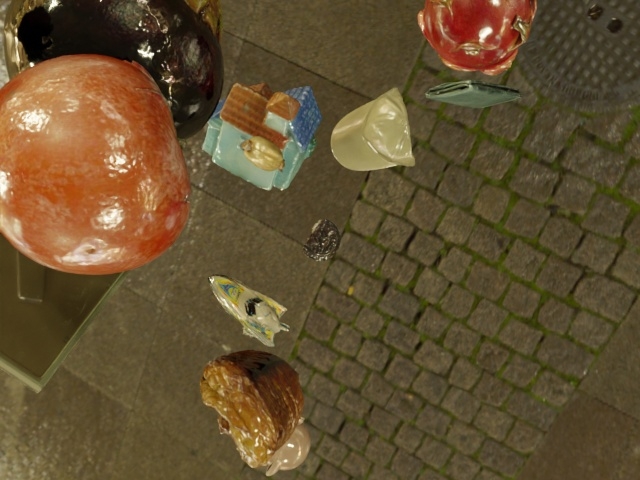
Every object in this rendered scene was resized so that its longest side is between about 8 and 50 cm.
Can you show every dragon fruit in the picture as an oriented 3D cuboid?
[{"bbox_3d":[0.335,-0.480,1.407,0.250,0.315,0.251,1,73,-4],"label":"dragon fruit"}]

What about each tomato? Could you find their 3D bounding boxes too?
[{"bbox_3d":[-0.282,-0.087,0.792,0.264,0.265,0.265,7,110,20],"label":"tomato"}]

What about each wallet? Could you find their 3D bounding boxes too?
[{"bbox_3d":[0.228,-0.221,0.989,0.088,0.129,0.026,-3,89,51],"label":"wallet"}]

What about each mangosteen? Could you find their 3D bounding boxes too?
[{"bbox_3d":[-0.338,-0.359,1.142,0.381,0.382,0.435,15,88,17],"label":"mangosteen"}]

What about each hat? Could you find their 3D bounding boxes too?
[{"bbox_3d":[0.098,-0.215,1.352,0.173,0.144,0.166,-16,88,9],"label":"hat"}]

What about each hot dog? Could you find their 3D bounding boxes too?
[{"bbox_3d":[-0.090,0.224,0.926,0.099,0.227,0.161,-31,78,11],"label":"hot dog"}]

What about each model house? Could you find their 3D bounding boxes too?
[{"bbox_3d":[-0.148,-0.346,1.835,0.294,0.252,0.329,27,147,1],"label":"model house"}]

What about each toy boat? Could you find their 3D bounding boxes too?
[{"bbox_3d":[-0.140,0.121,1.226,0.066,0.084,0.210,-1,147,39],"label":"toy boat"}]

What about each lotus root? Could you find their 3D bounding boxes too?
[{"bbox_3d":[-0.138,-0.213,1.636,0.062,0.150,0.073,24,88,42],"label":"lotus root"}]

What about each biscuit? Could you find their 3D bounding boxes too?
[{"bbox_3d":[0.000,0.000,1.372,0.027,0.089,0.087,137,118,-66],"label":"biscuit"}]

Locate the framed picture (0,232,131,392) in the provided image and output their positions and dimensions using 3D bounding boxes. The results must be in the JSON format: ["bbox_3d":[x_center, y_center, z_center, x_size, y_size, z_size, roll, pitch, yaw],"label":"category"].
[{"bbox_3d":[-0.659,0.096,1.518,0.326,0.446,0.028,39,123,-12],"label":"framed picture"}]

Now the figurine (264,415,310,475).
[{"bbox_3d":[-0.083,0.445,1.452,0.125,0.125,0.138,26,84,12],"label":"figurine"}]
